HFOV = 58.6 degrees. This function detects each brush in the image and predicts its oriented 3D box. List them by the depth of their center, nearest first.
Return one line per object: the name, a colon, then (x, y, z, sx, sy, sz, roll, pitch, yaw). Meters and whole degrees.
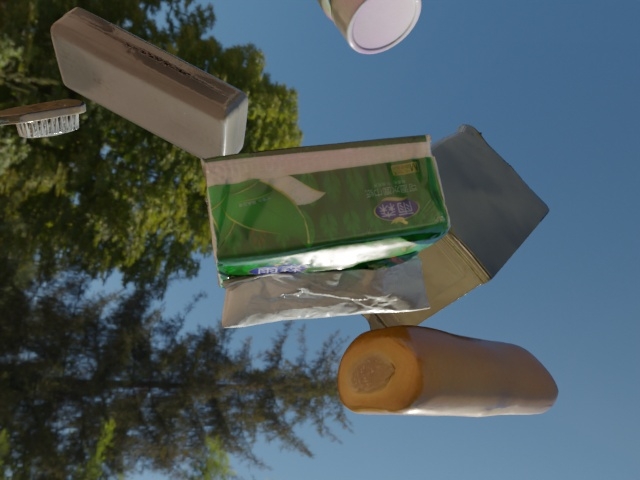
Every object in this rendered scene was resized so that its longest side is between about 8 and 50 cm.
brush: (-0.627, -0.225, 1.130, 0.070, 0.327, 0.065, 29, -53, 38)

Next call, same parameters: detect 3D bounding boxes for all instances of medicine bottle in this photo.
medicine bottle: (0.076, -0.663, 1.405, 0.219, 0.219, 0.388, -47, -123, 34)

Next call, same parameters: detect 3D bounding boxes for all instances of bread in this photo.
bread: (0.122, 0.120, 0.511, 0.092, 0.239, 0.074, -19, -115, 43)

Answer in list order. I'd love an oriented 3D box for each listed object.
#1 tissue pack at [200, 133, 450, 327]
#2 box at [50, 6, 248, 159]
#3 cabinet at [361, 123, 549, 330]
tissue pack: (0.001, 0.000, 0.546, 0.148, 0.209, 0.156, 119, -37, -71)
box: (-0.203, -0.181, 0.683, 0.055, 0.244, 0.103, -57, 171, -35)
cabinet: (0.192, -0.004, 1.070, 0.227, 0.290, 0.318, 49, -43, 6)
